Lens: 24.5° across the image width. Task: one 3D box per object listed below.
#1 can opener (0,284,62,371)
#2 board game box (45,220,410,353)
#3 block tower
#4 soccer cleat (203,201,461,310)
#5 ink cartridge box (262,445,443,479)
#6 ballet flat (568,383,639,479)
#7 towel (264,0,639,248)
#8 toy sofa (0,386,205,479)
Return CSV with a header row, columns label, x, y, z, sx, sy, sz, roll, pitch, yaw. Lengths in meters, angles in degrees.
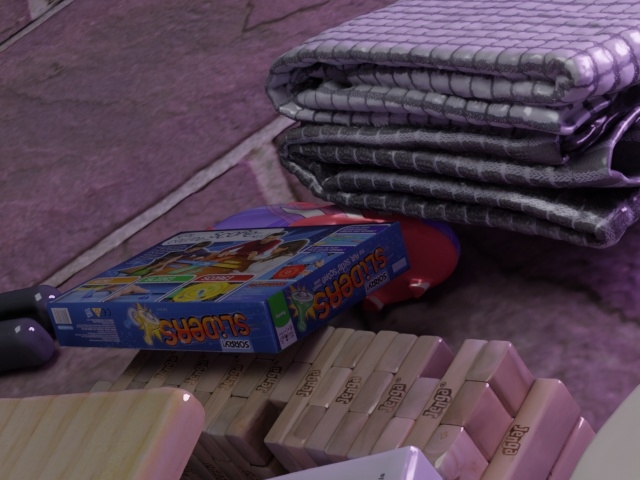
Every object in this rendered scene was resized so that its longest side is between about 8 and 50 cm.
label,x,y,z,sx,sy,sz,roll,pitch,yaw
can opener,-0.345,0.073,1.287,0.283,0.095,0.076,-11,39,37
board game box,-0.062,0.029,0.952,0.201,0.035,0.136,-2,20,42
block tower,-0.002,0.112,0.887,0.335,0.091,0.097,0,45,45
soccer cleat,0.000,0.000,1.058,0.248,0.083,0.095,-11,34,41
ink cartridge box,-0.013,0.196,0.721,0.208,0.153,0.087,-18,36,30
ballet flat,0.224,0.071,0.598,0.409,0.147,0.147,-33,28,-16
towel,0.138,-0.098,0.957,0.235,0.121,0.284,-27,25,-38
toy sofa,-0.060,0.220,0.527,0.177,0.362,0.150,-6,42,31
